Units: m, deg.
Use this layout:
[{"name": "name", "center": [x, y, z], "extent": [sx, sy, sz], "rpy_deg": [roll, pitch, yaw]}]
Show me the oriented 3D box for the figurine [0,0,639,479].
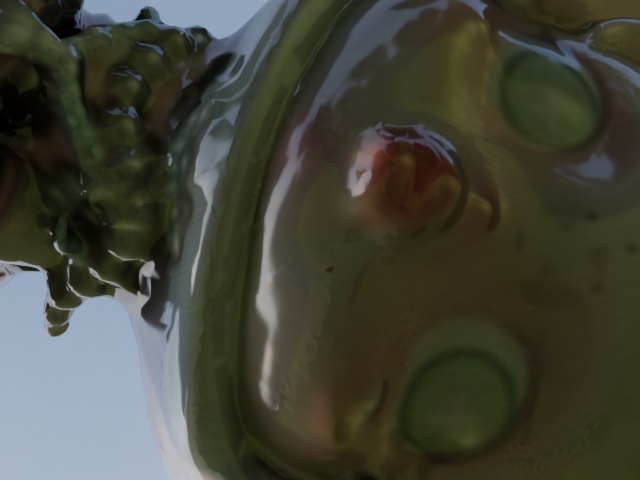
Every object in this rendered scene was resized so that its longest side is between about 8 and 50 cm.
[{"name": "figurine", "center": [0.003, -0.009, 0.451], "extent": [0.361, 0.211, 0.253], "rpy_deg": [19, -87, -5]}]
